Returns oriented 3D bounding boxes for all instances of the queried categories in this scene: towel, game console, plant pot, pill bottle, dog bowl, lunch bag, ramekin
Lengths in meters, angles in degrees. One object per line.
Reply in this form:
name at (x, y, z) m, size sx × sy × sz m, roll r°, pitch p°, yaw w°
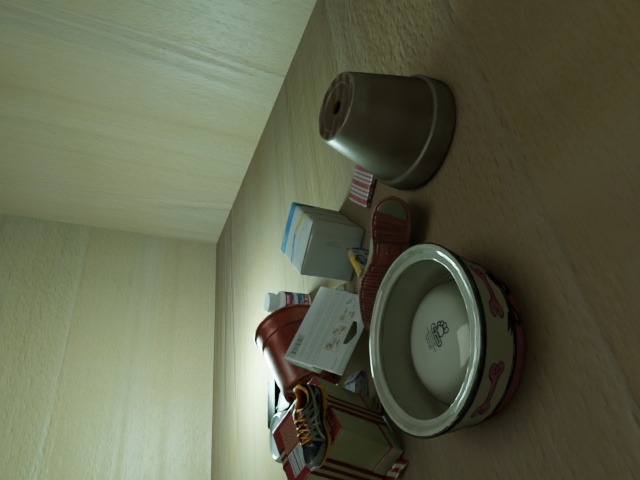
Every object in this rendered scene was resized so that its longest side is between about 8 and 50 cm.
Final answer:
towel at (0.156, -0.217, 1.664) m, size 0.144 × 0.029 × 0.197 m, roll -138°, pitch 57°, yaw -64°
game console at (-0.171, 0.679, 2.064) m, size 0.361 × 0.043 × 0.214 m, roll 127°, pitch 145°, yaw -55°
plant pot at (0.157, -0.326, 1.329) m, size 0.323 × 0.280 × 0.324 m, roll -34°, pitch 51°, yaw 55°
pill bottle at (-0.137, 0.265, 1.984) m, size 0.108 × 0.179 × 0.108 m, roll -171°, pitch 90°, yaw -68°
dog bowl at (0.269, 0.217, 1.055) m, size 0.408 × 0.150 × 0.409 m, roll -170°, pitch 90°, yaw -68°
plant pot at (-0.070, 0.414, 1.697) m, size 0.265 × 0.272 × 0.273 m, roll 60°, pitch 137°, yaw 45°
lunch bag at (0.108, 0.450, 1.487) m, size 0.071 × 0.053 × 0.084 m, roll 136°, pitch 147°, yaw -54°
ramekin at (-0.124, 0.761, 1.858) m, size 0.207 × 0.108 × 0.208 m, roll -171°, pitch 90°, yaw -69°

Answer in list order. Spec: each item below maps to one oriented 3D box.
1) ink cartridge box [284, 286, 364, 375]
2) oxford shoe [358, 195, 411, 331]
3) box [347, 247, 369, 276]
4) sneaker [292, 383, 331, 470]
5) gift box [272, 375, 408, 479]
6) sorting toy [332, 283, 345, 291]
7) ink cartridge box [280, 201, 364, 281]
ink cartridge box at (0.042, 0.289, 1.526) m, size 0.238 × 0.060 × 0.275 m, roll 7°, pitch 57°, yaw 39°
oxford shoe at (0.196, 0.069, 1.370) m, size 0.146 × 0.140 × 0.398 m, roll -42°, pitch -38°, yaw -75°
box at (0.139, 0.070, 1.518) m, size 0.136 × 0.081 × 0.028 m, roll -115°, pitch 39°, yaw -55°
sneaker at (-0.030, 0.453, 1.181) m, size 0.084 × 0.083 × 0.215 m, roll -39°, pitch 36°, yaw 28°
gift box at (0.066, 0.544, 1.299) m, size 0.276 × 0.258 × 0.255 m, roll -52°, pitch 30°, yaw 11°
sorting toy at (0.060, 0.198, 1.729) m, size 0.075 × 0.044 × 0.084 m, roll 112°, pitch 163°, yaw -79°
ink cartridge box at (0.000, 0.000, 1.730) m, size 0.270 × 0.197 × 0.198 m, roll -137°, pitch 59°, yaw -65°
